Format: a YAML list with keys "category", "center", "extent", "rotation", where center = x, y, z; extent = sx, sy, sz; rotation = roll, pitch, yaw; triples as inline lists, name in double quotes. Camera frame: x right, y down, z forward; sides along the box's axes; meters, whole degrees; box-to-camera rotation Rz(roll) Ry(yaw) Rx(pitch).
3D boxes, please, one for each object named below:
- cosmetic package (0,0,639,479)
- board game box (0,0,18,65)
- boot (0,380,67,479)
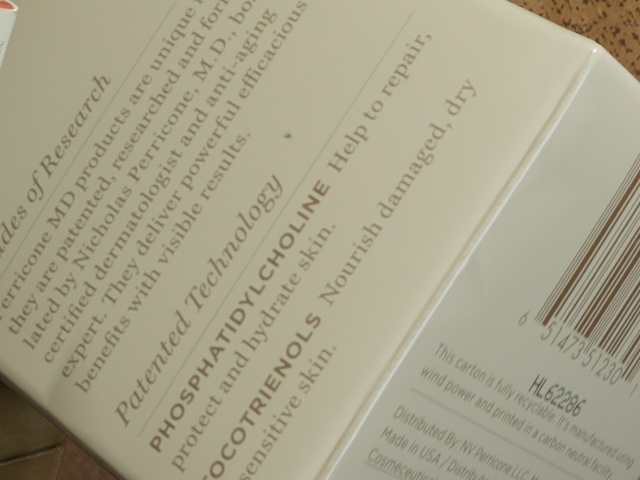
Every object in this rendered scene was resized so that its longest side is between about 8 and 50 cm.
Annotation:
- category: "cosmetic package"
  center: [0.000, 0.000, 1.187]
  extent: [0.327, 0.394, 0.329]
  rotation: [-58, 143, 1]
- category: "board game box"
  center: [-0.317, -0.092, 0.961]
  extent: [0.275, 0.142, 0.144]
  rotation: [3, 114, -46]
- category: "boot"
  center: [-0.274, 0.107, 1.226]
  extent: [0.269, 0.089, 0.236]
  rotation: [-6, 131, -46]
